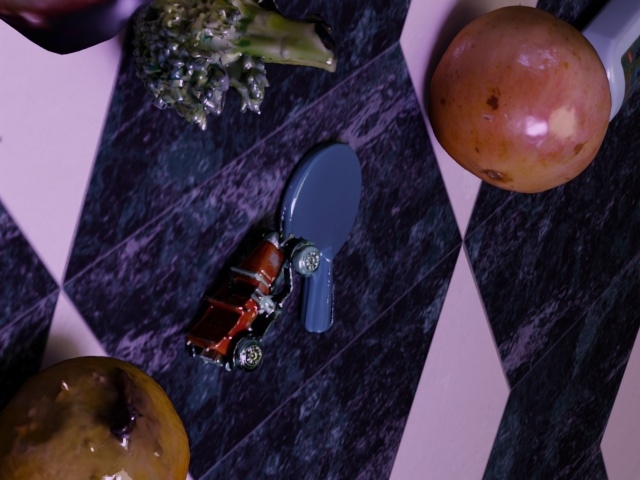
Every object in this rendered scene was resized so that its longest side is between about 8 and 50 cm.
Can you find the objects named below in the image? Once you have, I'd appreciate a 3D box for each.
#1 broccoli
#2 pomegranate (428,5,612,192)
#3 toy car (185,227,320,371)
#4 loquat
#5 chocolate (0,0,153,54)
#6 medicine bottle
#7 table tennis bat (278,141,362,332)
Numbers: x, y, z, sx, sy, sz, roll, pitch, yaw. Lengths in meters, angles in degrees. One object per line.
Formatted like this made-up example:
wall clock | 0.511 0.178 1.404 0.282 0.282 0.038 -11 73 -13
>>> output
broccoli | -0.065 -0.159 1.404 0.167 0.160 0.154 12 82 -81
pomegranate | 0.204 -0.145 1.883 0.191 0.191 0.191 -42 143 -41
toy car | -0.062 0.050 1.665 0.143 0.073 0.054 -58 134 -16
loquat | -0.186 0.181 1.455 0.172 0.149 0.204 -35 154 -49
chocolate | -0.154 -0.301 1.078 0.210 0.225 0.340 34 79 -50
medicine bottle | 0.339 -0.211 2.187 0.229 0.083 0.121 -46 149 -34
table tennis bat | 0.000 0.000 1.784 0.124 0.033 0.201 -33 135 -46
